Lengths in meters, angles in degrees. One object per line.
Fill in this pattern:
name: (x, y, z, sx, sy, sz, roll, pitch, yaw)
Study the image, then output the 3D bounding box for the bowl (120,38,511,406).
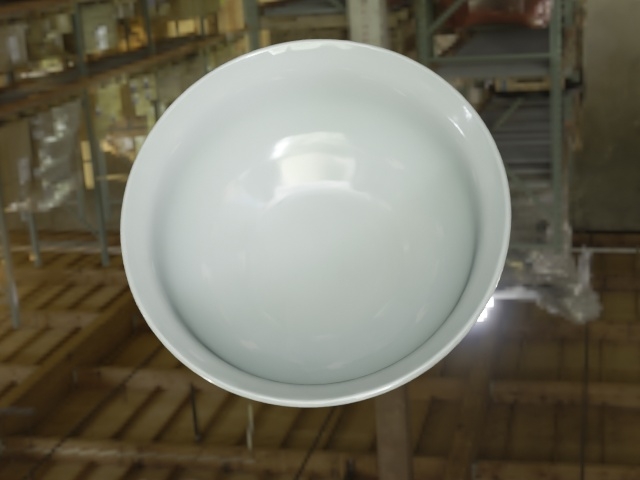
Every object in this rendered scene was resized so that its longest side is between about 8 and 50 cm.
bowl: (0.000, 0.000, 0.918, 0.298, 0.298, 0.134, -2, 159, 4)
